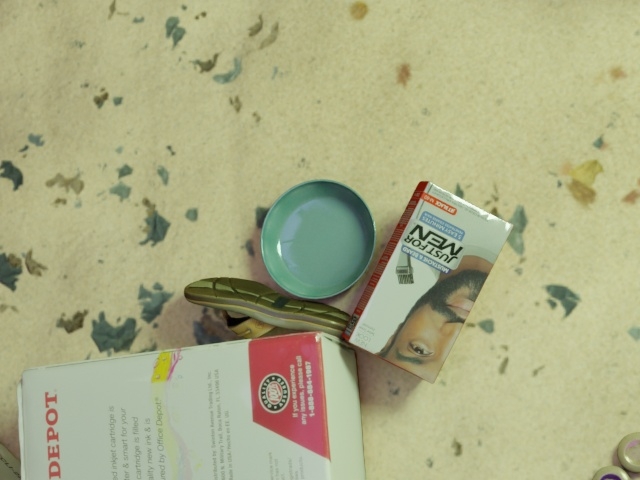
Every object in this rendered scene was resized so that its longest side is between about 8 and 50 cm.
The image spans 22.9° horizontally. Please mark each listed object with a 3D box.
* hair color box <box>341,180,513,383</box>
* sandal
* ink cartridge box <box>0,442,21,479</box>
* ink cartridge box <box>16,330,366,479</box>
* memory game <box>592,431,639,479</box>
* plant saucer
[{"bbox_3d":[0.100,0.038,1.479,0.093,0.053,0.167,26,90,-7],"label":"hair color box"},{"bbox_3d":[-0.054,0.076,1.539,0.180,0.072,0.049,15,106,16],"label":"sandal"},{"bbox_3d":[-0.433,0.301,1.588,0.197,0.114,0.273,40,92,21],"label":"ink cartridge box"},{"bbox_3d":[-0.117,0.217,1.492,0.306,0.131,0.226,-8,78,18],"label":"ink cartridge box"},{"bbox_3d":[0.327,0.249,1.403,0.186,0.012,0.186,-4,79,18],"label":"memory game"},{"bbox_3d":[0.000,0.000,1.553,0.119,0.021,0.119,-4,79,18],"label":"plant saucer"}]
